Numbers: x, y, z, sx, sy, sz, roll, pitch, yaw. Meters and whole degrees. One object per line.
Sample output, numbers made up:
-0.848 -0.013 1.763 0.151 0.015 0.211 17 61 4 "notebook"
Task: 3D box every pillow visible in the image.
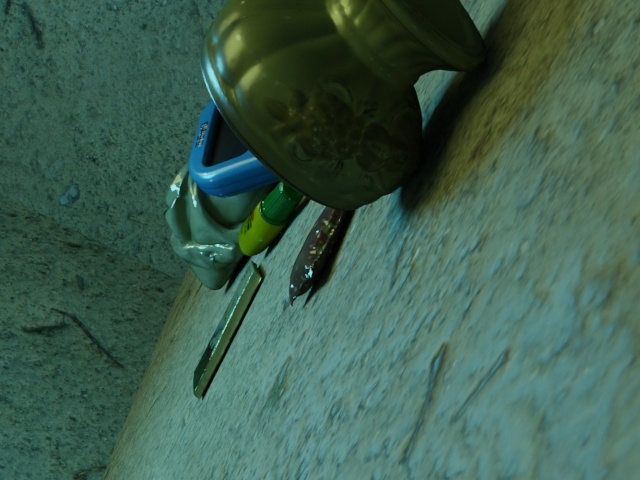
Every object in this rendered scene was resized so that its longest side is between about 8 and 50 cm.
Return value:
0.000 0.000 1.535 0.185 0.043 0.118 -68 8 -26 "pillow"

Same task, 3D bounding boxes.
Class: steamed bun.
-0.263 -0.091 2.627 0.368 0.255 0.342 -48 15 54 "steamed bun"

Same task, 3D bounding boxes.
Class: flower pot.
0.037 -0.211 1.211 0.244 0.307 0.307 -41 19 27 "flower pot"

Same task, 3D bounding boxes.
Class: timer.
-0.151 -0.254 2.423 0.309 0.115 0.340 -16 43 23 "timer"

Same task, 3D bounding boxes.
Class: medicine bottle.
-0.097 -0.055 2.146 0.309 0.076 0.111 -43 23 63 "medicine bottle"

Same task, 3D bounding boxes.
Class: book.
-0.199 0.184 2.196 0.289 0.026 0.201 -64 7 2 "book"
